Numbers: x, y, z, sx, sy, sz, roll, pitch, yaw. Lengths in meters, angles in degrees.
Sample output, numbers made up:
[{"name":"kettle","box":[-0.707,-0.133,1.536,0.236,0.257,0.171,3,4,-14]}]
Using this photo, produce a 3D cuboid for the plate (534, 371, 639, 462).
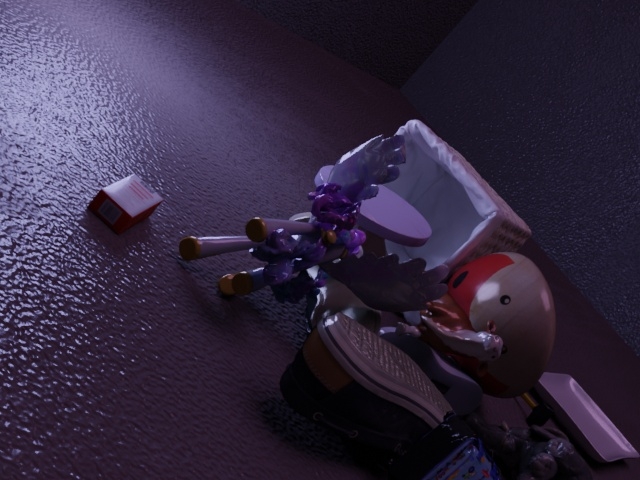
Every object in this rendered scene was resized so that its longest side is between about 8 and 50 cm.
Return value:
[{"name":"plate","box":[0.647,0.443,2.546,0.278,0.045,0.277,13,33,-56]}]

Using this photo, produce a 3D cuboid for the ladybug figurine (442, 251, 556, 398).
[{"name":"ladybug figurine","box":[0.338,0.174,2.142,0.162,0.305,0.449,4,-7,-12]}]

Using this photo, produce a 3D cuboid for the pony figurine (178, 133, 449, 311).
[{"name":"pony figurine","box":[0.000,0.000,1.748,0.363,0.351,0.302,-10,87,-43]}]

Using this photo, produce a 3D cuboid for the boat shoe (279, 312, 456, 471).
[{"name":"boat shoe","box":[0.101,0.271,1.663,0.500,0.156,0.187,38,13,-50]}]

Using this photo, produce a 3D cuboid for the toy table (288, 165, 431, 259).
[{"name":"toy table","box":[0.079,-0.026,2.207,0.274,0.161,0.252,34,28,-2]}]

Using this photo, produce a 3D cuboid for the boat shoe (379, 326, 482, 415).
[{"name":"boat shoe","box":[0.191,0.234,1.982,0.306,0.113,0.105,28,16,-33]}]

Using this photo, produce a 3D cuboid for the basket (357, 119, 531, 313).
[{"name":"basket","box":[0.255,-0.042,2.391,0.328,0.331,0.266,52,19,27]}]

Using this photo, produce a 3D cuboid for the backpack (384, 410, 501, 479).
[{"name":"backpack","box":[0.207,0.379,1.586,0.173,0.158,0.117,56,-6,-32]}]

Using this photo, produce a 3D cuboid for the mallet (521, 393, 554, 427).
[{"name":"mallet","box":[0.463,0.365,2.378,0.039,0.062,0.190,30,7,-37]}]

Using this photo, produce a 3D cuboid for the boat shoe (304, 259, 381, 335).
[{"name":"boat shoe","box":[0.033,0.148,1.864,0.340,0.127,0.113,-123,-158,-58]}]

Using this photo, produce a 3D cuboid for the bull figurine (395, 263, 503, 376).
[{"name":"bull figurine","box":[0.201,0.132,1.879,0.188,0.101,0.310,24,10,-32]}]

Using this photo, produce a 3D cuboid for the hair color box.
[{"name":"hair color box","box":[-0.322,-0.062,1.708,0.072,0.043,0.141,42,19,0]}]

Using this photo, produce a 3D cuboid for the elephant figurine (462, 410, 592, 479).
[{"name":"elephant figurine","box":[0.410,0.415,1.986,0.186,0.169,0.239,66,-7,-19]}]
